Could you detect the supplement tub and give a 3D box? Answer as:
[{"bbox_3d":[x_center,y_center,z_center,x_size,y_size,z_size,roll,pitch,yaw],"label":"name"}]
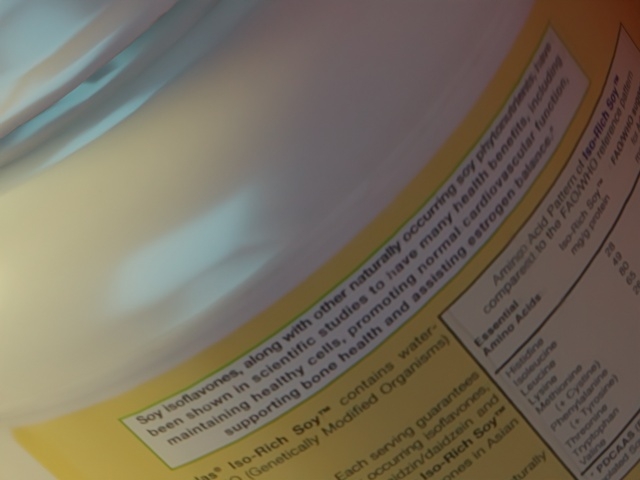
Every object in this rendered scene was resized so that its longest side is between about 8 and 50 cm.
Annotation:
[{"bbox_3d":[0.000,0.000,0.536,0.241,0.241,0.331,-25,126,22],"label":"supplement tub"}]
